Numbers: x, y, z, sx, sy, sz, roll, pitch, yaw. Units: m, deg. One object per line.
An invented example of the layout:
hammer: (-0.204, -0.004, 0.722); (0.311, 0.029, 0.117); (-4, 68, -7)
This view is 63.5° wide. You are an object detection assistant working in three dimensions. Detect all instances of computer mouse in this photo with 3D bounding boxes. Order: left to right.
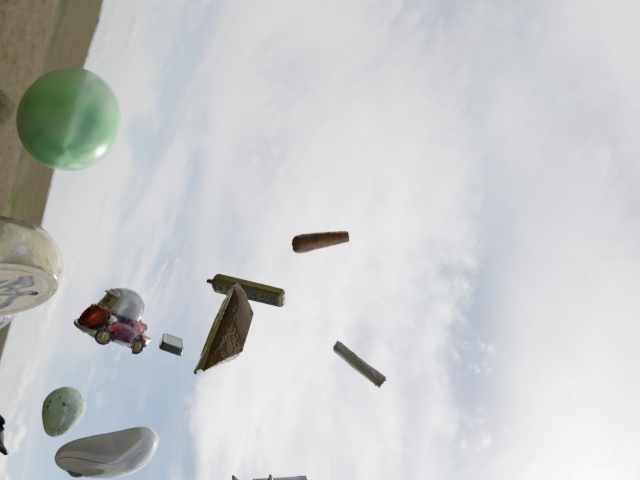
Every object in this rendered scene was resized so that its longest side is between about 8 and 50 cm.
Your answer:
computer mouse: (-0.644, 0.665, 1.578); (0.184, 0.296, 0.121); (-59, -136, 47)

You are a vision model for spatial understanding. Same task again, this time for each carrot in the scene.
carrot: (0.000, 0.000, 1.415); (0.055, 0.161, 0.055); (169, -90, -85)

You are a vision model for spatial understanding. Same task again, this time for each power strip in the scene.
power strip: (-0.344, 0.224, 2.349); (0.066, 0.387, 0.092); (-62, 160, -50)

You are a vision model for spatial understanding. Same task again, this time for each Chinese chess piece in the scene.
Chinese chess piece: (-0.652, 0.059, 1.024); (0.257, 0.257, 0.104); (-45, -125, 41)

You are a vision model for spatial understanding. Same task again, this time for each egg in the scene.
egg: (-0.823, 0.544, 1.644); (0.131, 0.131, 0.164); (-54, -163, 31)
egg: (-0.598, -0.292, 1.245); (0.220, 0.220, 0.270); (-43, -152, 42)

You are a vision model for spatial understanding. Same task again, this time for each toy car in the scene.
toy car: (-0.391, 0.149, 1.009); (0.112, 0.139, 0.112); (9, -108, 46)

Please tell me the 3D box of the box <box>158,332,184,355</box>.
box: (-0.552, 0.385, 1.921); (0.031, 0.091, 0.126); (-66, -164, 1)

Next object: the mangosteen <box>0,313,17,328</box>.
mangosteen: (-0.910, 0.121, 1.375); (0.297, 0.293, 0.297); (-165, -90, -74)

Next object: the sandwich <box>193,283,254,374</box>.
sandwich: (-0.232, 0.234, 1.322); (0.094, 0.096, 0.258); (-48, -159, 53)

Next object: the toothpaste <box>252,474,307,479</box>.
toothpaste: (-0.141, 0.839, 1.783); (0.040, 0.196, 0.047); (-108, -147, -46)

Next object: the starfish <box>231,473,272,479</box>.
starfish: (-0.199, 0.731, 1.465); (0.208, 0.175, 0.053); (-57, -171, 23)

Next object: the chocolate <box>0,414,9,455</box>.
chocolate: (-0.641, 0.291, 0.870); (0.343, 0.126, 0.149); (15, -86, 17)

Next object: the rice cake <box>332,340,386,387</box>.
rice cake: (0.121, 0.393, 1.651); (0.206, 0.036, 0.047); (35, -54, 21)
